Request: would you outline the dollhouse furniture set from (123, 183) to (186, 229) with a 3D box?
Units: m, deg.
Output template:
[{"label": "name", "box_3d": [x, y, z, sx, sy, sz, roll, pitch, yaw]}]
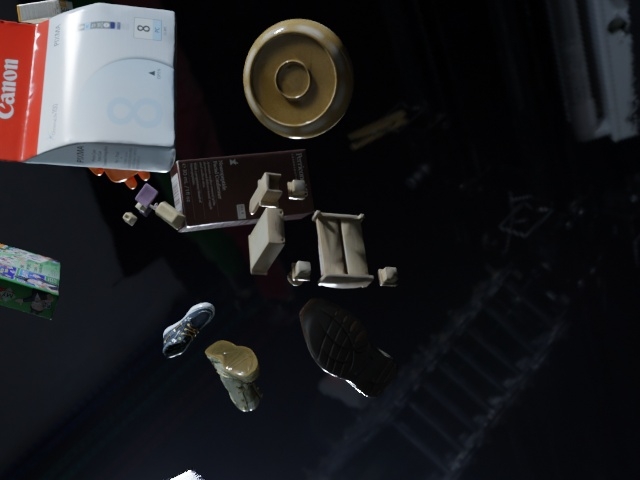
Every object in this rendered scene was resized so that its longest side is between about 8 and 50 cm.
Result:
[{"label": "dollhouse furniture set", "box_3d": [-0.331, -0.043, 1.871, 0.114, 0.091, 0.081, 35, -1, 21]}]

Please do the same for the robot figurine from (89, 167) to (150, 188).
[{"label": "robot figurine", "box_3d": [-0.539, -0.242, 2.387, 0.158, 0.128, 0.219, -14, -59, 29]}]

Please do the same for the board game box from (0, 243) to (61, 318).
[{"label": "board game box", "box_3d": [-0.563, 0.052, 1.570, 0.213, 0.046, 0.317, 18, 4, -17]}]

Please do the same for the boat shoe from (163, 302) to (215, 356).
[{"label": "boat shoe", "box_3d": [-0.359, 0.249, 2.471, 0.065, 0.183, 0.083, 40, 24, -30]}]

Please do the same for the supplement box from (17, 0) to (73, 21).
[{"label": "supplement box", "box_3d": [-0.583, -0.485, 1.915, 0.098, 0.062, 0.036, -4, -82, 14]}]

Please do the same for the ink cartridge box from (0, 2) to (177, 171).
[{"label": "ink cartridge box", "box_3d": [-0.445, -0.281, 1.574, 0.091, 0.384, 0.308, 120, -30, -58]}]

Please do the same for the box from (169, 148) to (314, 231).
[{"label": "box", "box_3d": [-0.224, -0.141, 2.574, 0.143, 0.381, 0.191, 161, -79, -69]}]

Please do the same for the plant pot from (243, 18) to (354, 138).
[{"label": "plant pot", "box_3d": [-0.050, -0.319, 1.789, 0.236, 0.032, 0.236, 4, -78, 19]}]

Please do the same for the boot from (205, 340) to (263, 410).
[{"label": "boot", "box_3d": [-0.181, 0.333, 2.134, 0.213, 0.077, 0.165, 14, -47, 56]}]

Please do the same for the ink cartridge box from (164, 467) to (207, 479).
[{"label": "ink cartridge box", "box_3d": [-0.381, 0.582, 1.848, 0.324, 0.330, 0.071, 89, -23, -69]}]

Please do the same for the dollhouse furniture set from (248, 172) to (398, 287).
[{"label": "dollhouse furniture set", "box_3d": [0.000, 0.000, 2.420, 0.174, 0.355, 0.303, 127, -38, -55]}]

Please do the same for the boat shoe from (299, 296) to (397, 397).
[{"label": "boat shoe", "box_3d": [0.038, 0.208, 1.819, 0.116, 0.123, 0.324, 41, -9, 44]}]
